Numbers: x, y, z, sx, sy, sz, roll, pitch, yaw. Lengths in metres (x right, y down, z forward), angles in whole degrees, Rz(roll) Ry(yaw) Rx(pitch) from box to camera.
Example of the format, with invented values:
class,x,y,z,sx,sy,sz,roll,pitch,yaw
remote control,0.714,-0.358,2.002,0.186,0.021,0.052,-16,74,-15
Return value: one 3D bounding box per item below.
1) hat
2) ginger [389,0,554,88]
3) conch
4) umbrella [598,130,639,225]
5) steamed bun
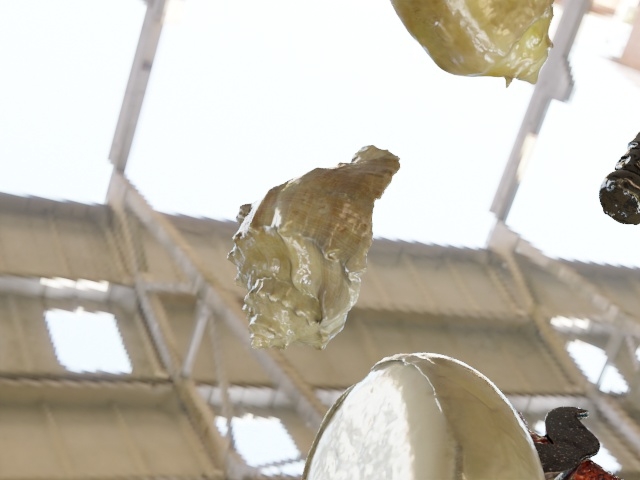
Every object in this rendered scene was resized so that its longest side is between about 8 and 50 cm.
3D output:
class,x,y,z,sx,sy,sz,roll,pitch,yaw
hat,0.185,0.200,0.990,0.227,0.128,0.140,4,175,39
ginger,0.135,-0.260,1.177,0.138,0.267,0.152,-43,-145,-19
conch,-0.010,-0.002,1.625,0.186,0.324,0.263,24,161,-23
umbrella,0.382,-0.111,1.359,0.106,0.113,0.358,-9,-160,39
steamed bun,0.075,0.189,0.800,0.131,0.177,0.228,28,-146,-25
